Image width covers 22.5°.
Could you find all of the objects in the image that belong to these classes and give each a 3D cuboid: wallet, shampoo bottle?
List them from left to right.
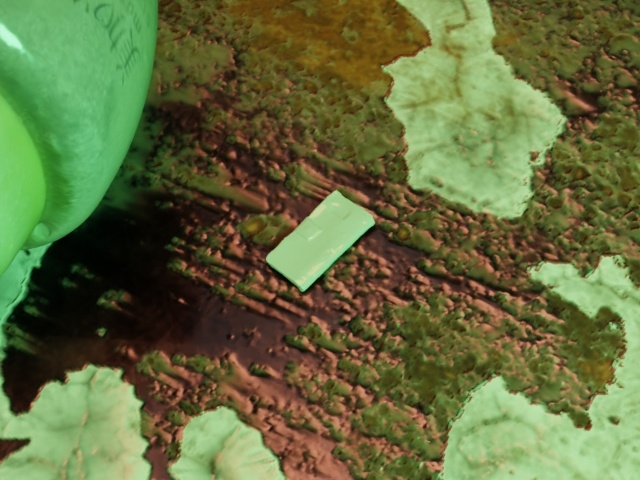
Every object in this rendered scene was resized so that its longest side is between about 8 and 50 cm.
[{"bbox_3d":[-0.284,-0.138,1.170,0.322,0.322,0.317,15,53,13],"label":"shampoo bottle"},{"bbox_3d":[0.000,0.000,1.240,0.044,0.011,0.083,37,70,23],"label":"wallet"}]
